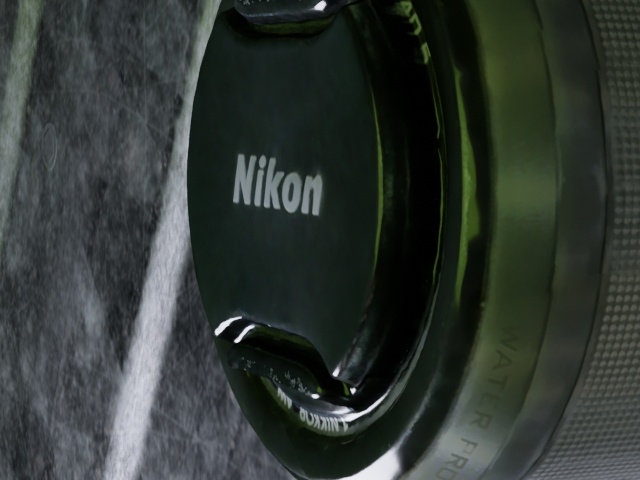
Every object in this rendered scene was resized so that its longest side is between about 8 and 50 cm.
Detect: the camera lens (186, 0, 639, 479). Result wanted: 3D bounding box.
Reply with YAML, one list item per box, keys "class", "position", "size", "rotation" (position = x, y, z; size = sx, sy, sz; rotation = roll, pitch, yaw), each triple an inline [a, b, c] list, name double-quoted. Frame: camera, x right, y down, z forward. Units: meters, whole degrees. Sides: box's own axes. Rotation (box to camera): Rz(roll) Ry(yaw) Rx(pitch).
- class: "camera lens"
  position: [0.106, -0.020, 0.610]
  size: [0.219, 0.274, 0.219]
  rotation: [6, 97, 63]
